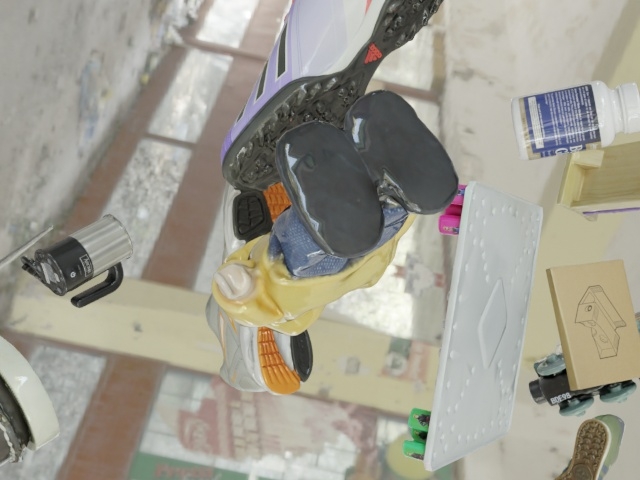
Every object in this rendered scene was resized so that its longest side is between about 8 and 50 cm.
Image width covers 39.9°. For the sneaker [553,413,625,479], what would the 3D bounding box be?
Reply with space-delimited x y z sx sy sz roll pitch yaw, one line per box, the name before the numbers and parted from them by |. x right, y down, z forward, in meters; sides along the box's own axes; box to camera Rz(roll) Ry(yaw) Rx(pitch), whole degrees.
sneaker | 0.399 0.338 1.304 0.086 0.064 0.192 -9 122 -46

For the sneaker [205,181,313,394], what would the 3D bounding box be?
sneaker | -0.091 0.046 0.997 0.121 0.099 0.262 -16 -105 44

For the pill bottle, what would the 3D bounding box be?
pill bottle | 0.358 -0.171 1.236 0.094 0.169 0.094 -10 90 -74

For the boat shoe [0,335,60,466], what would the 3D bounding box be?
boat shoe | -0.237 0.068 0.490 0.069 0.228 0.081 -35 128 -36

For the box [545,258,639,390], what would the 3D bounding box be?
box | 0.457 0.137 1.456 0.021 0.164 0.201 -24 -107 59

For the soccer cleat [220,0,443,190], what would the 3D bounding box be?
soccer cleat | 0.000 -0.189 0.860 0.318 0.116 0.108 -51 150 3

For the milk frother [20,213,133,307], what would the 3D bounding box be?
milk frother | -0.404 0.025 1.448 0.135 0.143 0.129 -32 143 -37

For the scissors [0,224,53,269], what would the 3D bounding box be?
scissors | -0.325 0.049 0.788 0.297 0.109 0.021 -26 -92 53

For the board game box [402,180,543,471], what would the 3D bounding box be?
board game box | 0.241 0.121 1.334 0.390 0.050 0.390 7 92 -62

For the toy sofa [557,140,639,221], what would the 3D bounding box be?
toy sofa | 0.670 -0.123 1.768 0.362 0.177 0.150 -5 -112 61

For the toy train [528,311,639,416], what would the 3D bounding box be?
toy train | 0.585 0.241 1.783 0.142 0.334 0.190 62 25 -1

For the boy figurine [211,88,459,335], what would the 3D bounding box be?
boy figurine | 0.000 0.000 0.619 0.092 0.177 0.285 59 -20 6

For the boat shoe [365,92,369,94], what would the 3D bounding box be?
boat shoe | 0.087 -0.252 1.779 0.302 0.109 0.098 -54 167 -76
